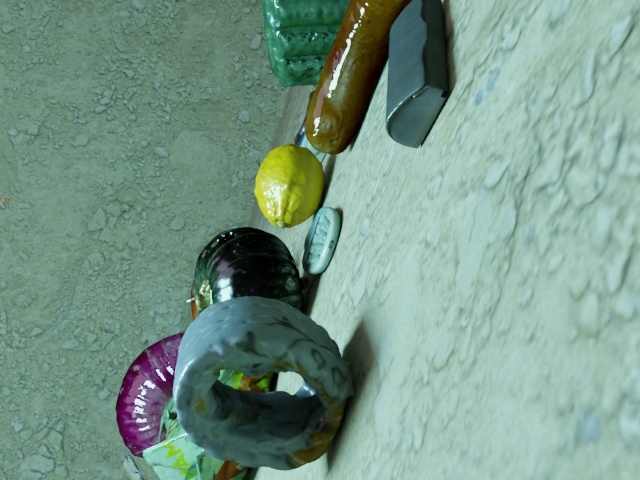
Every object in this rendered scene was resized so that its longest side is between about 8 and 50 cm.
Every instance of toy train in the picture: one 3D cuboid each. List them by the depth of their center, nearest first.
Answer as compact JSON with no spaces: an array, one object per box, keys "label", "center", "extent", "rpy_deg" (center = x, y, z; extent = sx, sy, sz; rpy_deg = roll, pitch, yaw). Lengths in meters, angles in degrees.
[{"label":"toy train","center":[-0.014,-0.168,1.350],"extent":[0.234,0.052,0.051],"rpy_deg":[134,149,-70]}]

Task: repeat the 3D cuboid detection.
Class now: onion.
[{"label":"onion","center":[-0.266,0.297,1.427],"extent":[0.272,0.231,0.256],"rpy_deg":[107,176,-56]}]

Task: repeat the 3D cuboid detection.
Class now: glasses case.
[{"label":"glasses case","center":[0.093,-0.171,0.725],"extent":[0.072,0.042,0.190],"rpy_deg":[-55,18,39]}]

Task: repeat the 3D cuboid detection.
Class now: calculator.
[{"label":"calculator","center":[0.000,0.000,1.016],"extent":[0.153,0.021,0.095],"rpy_deg":[-162,90,-81]}]

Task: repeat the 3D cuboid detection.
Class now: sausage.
[{"label":"sausage","center":[0.052,-0.253,1.010],"extent":[0.102,0.076,0.302],"rpy_deg":[-80,12,-50]}]

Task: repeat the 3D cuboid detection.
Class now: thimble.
[{"label":"thimble","center":[-0.054,0.124,0.672],"extent":[0.127,0.151,0.118],"rpy_deg":[-61,15,11]}]

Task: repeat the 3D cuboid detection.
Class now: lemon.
[{"label":"lemon","center":[-0.050,-0.086,1.199],"extent":[0.114,0.114,0.155],"rpy_deg":[119,161,-52]}]

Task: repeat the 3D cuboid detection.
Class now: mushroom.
[{"label":"mushroom","center":[-0.014,-0.238,1.480],"extent":[0.123,0.052,0.123],"rpy_deg":[-158,90,-88]}]

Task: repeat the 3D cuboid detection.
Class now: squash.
[{"label":"squash","center":[-0.101,0.075,1.041],"extent":[0.193,0.156,0.193],"rpy_deg":[5,97,43]}]

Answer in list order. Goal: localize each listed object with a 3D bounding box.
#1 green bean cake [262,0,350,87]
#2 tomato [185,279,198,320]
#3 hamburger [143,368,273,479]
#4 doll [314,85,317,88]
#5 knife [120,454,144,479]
[{"label":"green bean cake","center":[-0.013,-0.425,1.118],"extent":[0.300,0.169,0.307],"rpy_deg":[91,175,-51]},{"label":"tomato","center":[-0.134,0.106,1.230],"extent":[0.167,0.167,0.167],"rpy_deg":[-162,90,-81]},{"label":"hamburger","center":[-0.170,0.270,1.118],"extent":[0.276,0.151,0.260],"rpy_deg":[120,167,-56]},{"label":"doll","center":[0.001,-0.374,1.382],"extent":[0.139,0.057,0.165],"rpy_deg":[92,166,-57]},{"label":"knife","center":[-0.273,0.479,1.271],"extent":[0.365,0.043,0.089],"rpy_deg":[27,95,53]}]
